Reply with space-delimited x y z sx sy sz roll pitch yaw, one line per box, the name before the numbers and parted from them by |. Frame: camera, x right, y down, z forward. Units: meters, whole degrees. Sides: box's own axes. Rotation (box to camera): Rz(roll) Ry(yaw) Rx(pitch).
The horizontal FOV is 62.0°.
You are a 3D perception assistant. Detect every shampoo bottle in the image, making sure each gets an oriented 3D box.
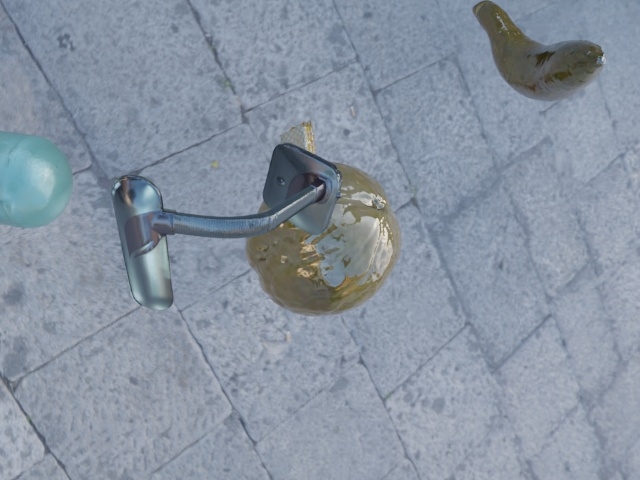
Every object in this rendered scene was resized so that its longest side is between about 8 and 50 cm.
shampoo bottle | -0.564 -0.107 0.820 0.350 0.221 0.151 8 53 1

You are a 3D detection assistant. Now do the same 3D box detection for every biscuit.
biscuit | -0.043 -0.136 1.423 0.054 0.094 0.378 5 76 -53

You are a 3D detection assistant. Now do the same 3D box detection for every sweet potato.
sweet potato | 0.295 -0.250 0.726 0.079 0.346 0.108 -19 124 2

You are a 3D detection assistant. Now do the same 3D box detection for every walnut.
walnut | 0.000 0.000 1.063 0.333 0.333 0.332 0 89 -32

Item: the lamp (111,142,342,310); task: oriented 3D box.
lamp | -0.113 -0.007 0.708 0.283 0.124 0.203 -22 143 -39
